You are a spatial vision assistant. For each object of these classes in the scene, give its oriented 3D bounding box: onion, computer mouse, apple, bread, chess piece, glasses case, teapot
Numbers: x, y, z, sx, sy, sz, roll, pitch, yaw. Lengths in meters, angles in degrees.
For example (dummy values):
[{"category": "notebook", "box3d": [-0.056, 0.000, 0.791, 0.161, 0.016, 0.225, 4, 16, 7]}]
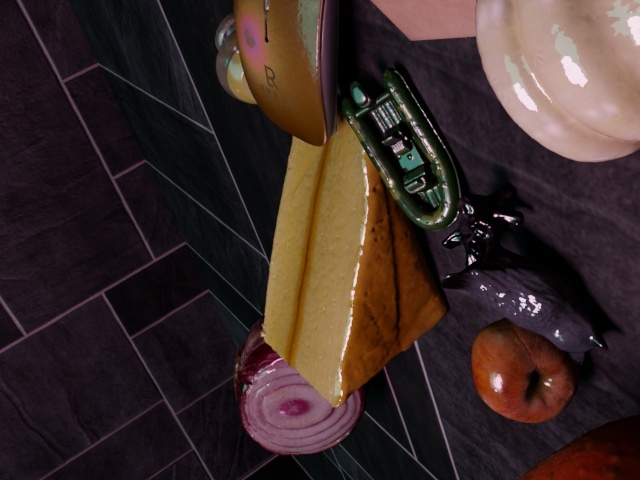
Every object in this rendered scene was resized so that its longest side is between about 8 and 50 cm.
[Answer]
[{"category": "onion", "box3d": [-0.038, 0.266, 1.619, 0.260, 0.281, 0.337, -90, -3, -54]}, {"category": "computer mouse", "box3d": [-0.038, -0.259, 0.943, 0.158, 0.071, 0.310, 34, 138, 35]}, {"category": "apple", "box3d": [0.238, 0.150, 0.907, 0.126, 0.126, 0.102, 63, 178, -16]}, {"category": "bread", "box3d": [0.000, 0.000, 1.111, 0.233, 0.245, 0.362, 32, 152, 51]}, {"category": "chess piece", "box3d": [0.228, -0.149, 0.400, 0.167, 0.167, 0.299, 60, 158, -6]}, {"category": "glasses case", "box3d": [0.134, -0.222, 0.680, 0.102, 0.070, 0.193, 36, 172, -30]}, {"category": "teapot", "box3d": [-0.083, -0.276, 1.087, 0.166, 0.130, 0.119, -62, 39, 33]}]

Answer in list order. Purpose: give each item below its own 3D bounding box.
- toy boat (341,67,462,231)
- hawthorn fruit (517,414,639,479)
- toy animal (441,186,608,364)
[{"category": "toy boat", "box3d": [0.103, -0.107, 0.931, 0.104, 0.052, 0.210, -26, 96, 41]}, {"category": "hawthorn fruit", "box3d": [0.319, 0.290, 0.704, 0.275, 0.275, 0.300, 55, 149, 11]}, {"category": "toy animal", "box3d": [0.211, 0.053, 0.831, 0.210, 0.117, 0.121, 53, 155, 21]}]
